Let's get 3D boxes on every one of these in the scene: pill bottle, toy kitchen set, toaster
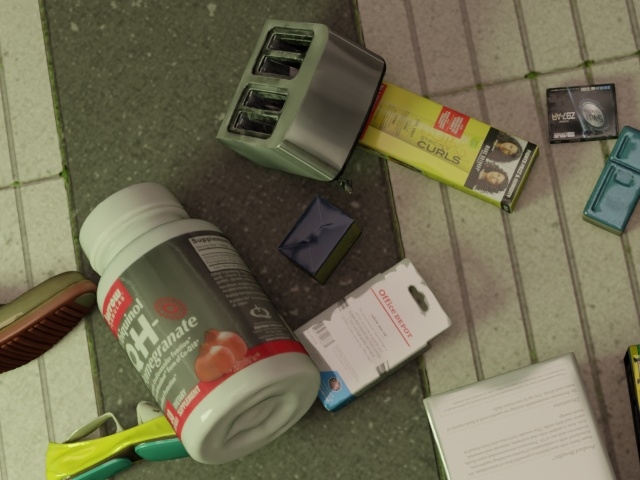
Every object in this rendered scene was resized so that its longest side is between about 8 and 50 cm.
[{"bbox_3d":[-0.152,0.087,1.756,0.176,0.176,0.318,-37,64,1],"label":"pill bottle"},{"bbox_3d":[0.419,-0.049,1.710,0.207,0.166,0.122,25,85,12],"label":"toy kitchen set"},{"bbox_3d":[-0.021,-0.163,1.786,0.185,0.110,0.168,16,82,51],"label":"toaster"}]

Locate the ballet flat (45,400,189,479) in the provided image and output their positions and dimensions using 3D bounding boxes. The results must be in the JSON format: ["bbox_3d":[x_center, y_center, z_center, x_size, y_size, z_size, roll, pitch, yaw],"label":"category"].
[{"bbox_3d":[-0.227,0.237,1.809,0.231,0.077,0.077,-19,65,7],"label":"ballet flat"}]

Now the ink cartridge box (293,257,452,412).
[{"bbox_3d":[0.060,0.113,1.790,0.180,0.060,0.104,-34,77,2],"label":"ink cartridge box"}]

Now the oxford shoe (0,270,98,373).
[{"bbox_3d":[-0.439,0.110,1.838,0.348,0.123,0.130,-28,72,2],"label":"oxford shoe"}]

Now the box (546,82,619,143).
[{"bbox_3d":[0.316,-0.153,1.819,0.083,0.018,0.067,-3,79,8],"label":"box"}]

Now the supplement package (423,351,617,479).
[{"bbox_3d":[0.243,0.295,1.672,0.177,0.175,0.293,-17,78,4],"label":"supplement package"}]

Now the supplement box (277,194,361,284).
[{"bbox_3d":[0.000,0.000,1.807,0.056,0.083,0.083,36,87,13],"label":"supplement box"}]

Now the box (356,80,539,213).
[{"bbox_3d":[0.142,-0.119,1.819,0.232,0.058,0.087,25,86,13],"label":"box"}]

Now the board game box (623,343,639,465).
[{"bbox_3d":[0.377,0.206,1.685,0.048,0.141,0.170,-8,79,9],"label":"board game box"}]
